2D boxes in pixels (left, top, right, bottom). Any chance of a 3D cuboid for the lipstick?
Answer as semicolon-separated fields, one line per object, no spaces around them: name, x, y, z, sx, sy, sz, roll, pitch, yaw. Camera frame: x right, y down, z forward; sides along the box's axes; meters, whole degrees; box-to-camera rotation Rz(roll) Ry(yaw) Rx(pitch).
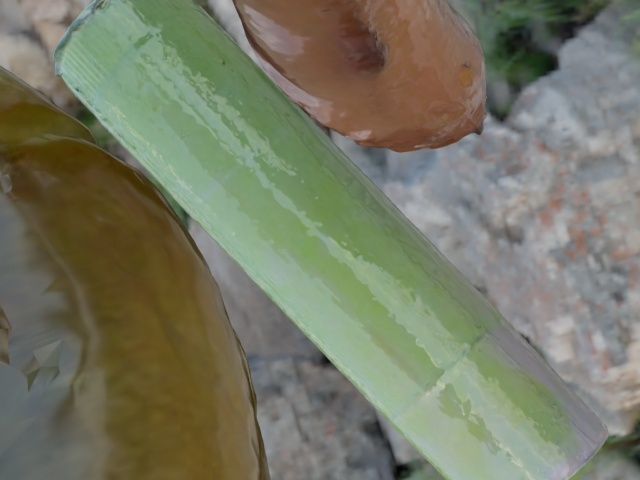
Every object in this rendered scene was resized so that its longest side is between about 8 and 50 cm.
lipstick;0.000;0.000;0.672;0.304;0.076;0.076;46;146;7

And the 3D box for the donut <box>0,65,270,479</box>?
donut;-0.189;0.090;0.368;0.170;0.360;0.360;82;164;-67

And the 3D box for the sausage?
sausage;-0.007;-0.094;0.442;0.078;0.078;0.304;65;-171;21
